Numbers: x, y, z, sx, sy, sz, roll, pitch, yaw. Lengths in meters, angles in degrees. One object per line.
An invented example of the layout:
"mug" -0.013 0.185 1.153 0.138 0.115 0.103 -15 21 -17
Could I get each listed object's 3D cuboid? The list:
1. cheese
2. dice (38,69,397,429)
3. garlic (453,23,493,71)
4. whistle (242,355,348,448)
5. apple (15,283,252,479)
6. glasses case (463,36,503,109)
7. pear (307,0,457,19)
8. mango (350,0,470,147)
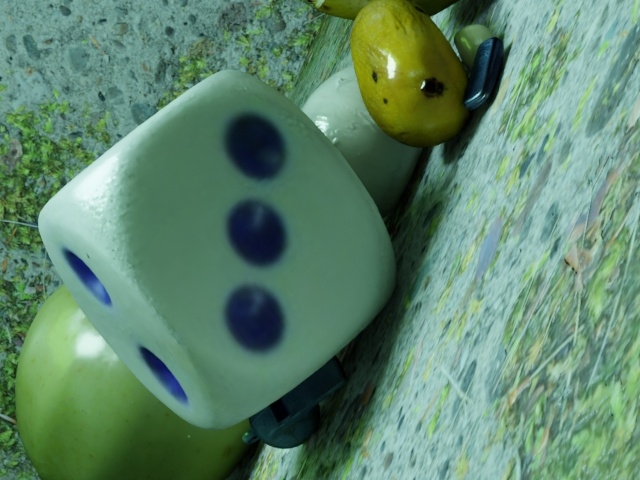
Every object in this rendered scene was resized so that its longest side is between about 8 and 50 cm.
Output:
"cheese" 0.039 -0.110 1.818 0.189 0.154 0.198 -93 27 -60
"dice" -0.111 0.010 1.648 0.277 0.304 0.304 -41 6 -22
"garlic" 0.167 -0.206 1.647 0.041 0.053 0.083 -22 7 2
"whistle" -0.027 0.184 1.729 0.158 0.090 0.090 -37 17 15
"apple" -0.249 0.212 2.130 0.357 0.357 0.357 -157 90 -82
"glasses case" 0.172 -0.171 1.579 0.033 0.023 0.083 -23 43 50
"pear" 0.136 -0.395 1.826 0.386 0.191 0.340 130 161 -70
"mango" 0.089 -0.186 1.676 0.109 0.157 0.262 -26 22 -2
